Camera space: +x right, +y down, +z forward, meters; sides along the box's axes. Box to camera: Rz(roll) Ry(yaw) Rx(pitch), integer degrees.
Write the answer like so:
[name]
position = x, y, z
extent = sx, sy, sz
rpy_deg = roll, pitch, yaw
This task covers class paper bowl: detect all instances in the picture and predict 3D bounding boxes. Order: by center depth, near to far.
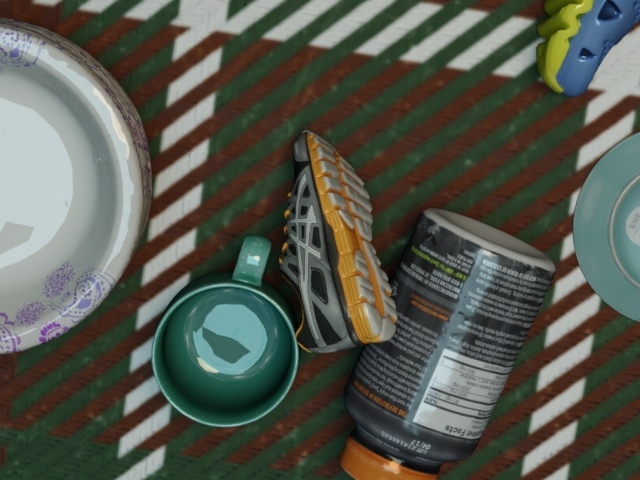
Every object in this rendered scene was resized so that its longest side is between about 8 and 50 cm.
[paper bowl]
position = -0.287, -0.051, 1.440
extent = 0.284, 0.148, 0.284
rpy_deg = 0, 99, 1

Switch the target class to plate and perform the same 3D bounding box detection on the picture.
[plate]
position = 0.322, -0.011, 1.499
extent = 0.188, 0.024, 0.188
rpy_deg = 0, 101, 1

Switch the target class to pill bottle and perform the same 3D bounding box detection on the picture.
[pill bottle]
position = 0.102, 0.105, 1.469
extent = 0.130, 0.130, 0.245
rpy_deg = 23, 99, -3

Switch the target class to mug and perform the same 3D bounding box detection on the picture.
[mug]
position = -0.072, 0.083, 1.484
extent = 0.158, 0.097, 0.129
rpy_deg = -41, 96, 6

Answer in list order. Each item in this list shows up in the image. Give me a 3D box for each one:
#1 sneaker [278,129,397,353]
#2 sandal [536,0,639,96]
[sneaker]
position = 0.000, 0.000, 1.443
extent = 0.083, 0.084, 0.214
rpy_deg = -26, 57, 24
[sandal]
position = 0.300, -0.252, 1.412
extent = 0.138, 0.126, 0.317
rpy_deg = 32, 100, -8
